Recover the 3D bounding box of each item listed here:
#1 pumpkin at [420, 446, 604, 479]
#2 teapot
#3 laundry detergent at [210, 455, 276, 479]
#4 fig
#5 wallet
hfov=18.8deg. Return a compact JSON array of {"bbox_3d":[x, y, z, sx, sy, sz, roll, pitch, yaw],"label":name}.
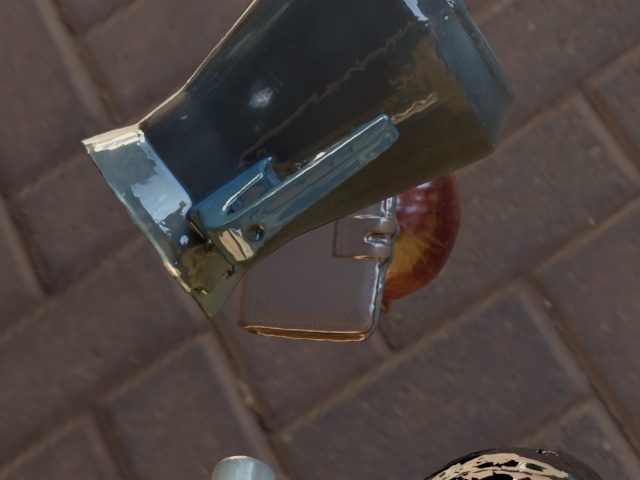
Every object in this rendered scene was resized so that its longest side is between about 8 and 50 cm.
[{"bbox_3d":[0.117,0.226,1.054,0.163,0.233,0.233,-20,55,15],"label":"pumpkin"},{"bbox_3d":[-0.011,-0.066,1.115,0.225,0.171,0.203,-37,20,0],"label":"teapot"},{"bbox_3d":[-0.084,0.357,1.733,0.398,0.125,0.264,-82,15,-45],"label":"laundry detergent"},{"bbox_3d":[0.055,-0.024,2.050,0.205,0.205,0.205,-14,58,24],"label":"fig"},{"bbox_3d":[0.000,0.000,1.461,0.118,0.039,0.152,4,72,17],"label":"wallet"}]
